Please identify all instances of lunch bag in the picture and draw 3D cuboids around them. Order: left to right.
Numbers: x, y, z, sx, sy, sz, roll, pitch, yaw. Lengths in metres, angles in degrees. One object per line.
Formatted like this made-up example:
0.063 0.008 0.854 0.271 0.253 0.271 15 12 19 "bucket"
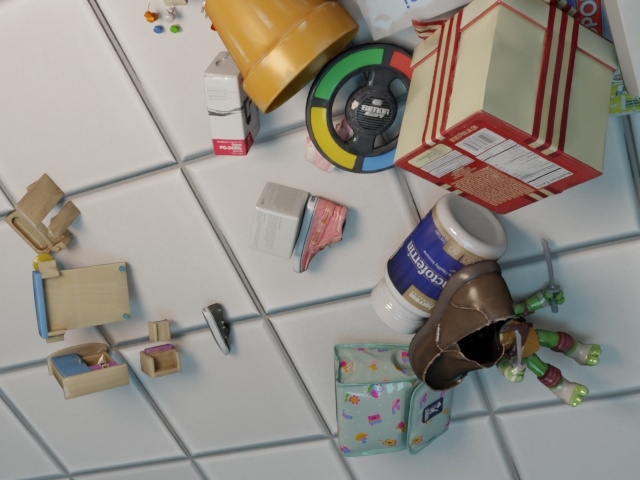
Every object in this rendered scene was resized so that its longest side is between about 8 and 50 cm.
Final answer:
0.163 0.342 1.661 0.262 0.160 0.223 -2 122 -1 "lunch bag"

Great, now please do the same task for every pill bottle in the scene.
0.215 0.050 1.444 0.153 0.153 0.265 29 125 -10 "pill bottle"

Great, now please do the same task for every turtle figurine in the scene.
0.431 0.195 1.478 0.266 0.198 0.275 31 129 -13 "turtle figurine"

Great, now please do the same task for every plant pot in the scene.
-0.076 -0.338 1.213 0.188 0.205 0.205 48 121 -3 "plant pot"

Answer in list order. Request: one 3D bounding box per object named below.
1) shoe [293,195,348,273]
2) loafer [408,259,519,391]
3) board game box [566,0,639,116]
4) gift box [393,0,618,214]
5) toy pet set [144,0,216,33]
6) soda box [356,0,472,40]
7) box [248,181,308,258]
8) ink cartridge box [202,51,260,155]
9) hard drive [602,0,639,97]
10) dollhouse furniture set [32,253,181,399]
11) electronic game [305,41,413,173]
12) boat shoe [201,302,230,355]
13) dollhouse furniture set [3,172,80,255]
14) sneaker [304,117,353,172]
0.000 0.000 1.504 0.081 0.063 0.178 17 122 4 "shoe"
0.258 0.191 1.405 0.133 0.130 0.366 -15 145 -16 "loafer"
0.474 -0.346 1.180 0.213 0.046 0.317 -7 123 15 "board game box"
0.264 -0.225 1.131 0.276 0.258 0.255 26 155 -25 "gift box"
-0.237 -0.408 1.280 0.122 0.065 0.114 2 160 13 "toy pet set"
0.195 -0.409 1.160 0.286 0.091 0.098 -18 118 22 "soda box"
-0.080 -0.039 1.469 0.087 0.102 0.101 15 126 2 "box"
-0.152 -0.239 1.336 0.063 0.109 0.151 4 126 9 "ink cartridge box"
0.546 -0.363 1.073 0.307 0.040 0.203 -29 118 -3 "hard drive"
-0.488 0.156 1.704 0.286 0.198 0.304 -10 102 -28 "dollhouse furniture set"
0.087 -0.221 1.302 0.229 0.048 0.229 -5 118 -10 "electronic game"
-0.222 0.198 1.701 0.040 0.049 0.142 -29 128 -16 "boat shoe"
-0.589 -0.021 1.566 0.151 0.123 0.144 -26 116 26 "dollhouse furniture set"
0.015 -0.184 1.379 0.070 0.051 0.134 23 130 -12 "sneaker"
